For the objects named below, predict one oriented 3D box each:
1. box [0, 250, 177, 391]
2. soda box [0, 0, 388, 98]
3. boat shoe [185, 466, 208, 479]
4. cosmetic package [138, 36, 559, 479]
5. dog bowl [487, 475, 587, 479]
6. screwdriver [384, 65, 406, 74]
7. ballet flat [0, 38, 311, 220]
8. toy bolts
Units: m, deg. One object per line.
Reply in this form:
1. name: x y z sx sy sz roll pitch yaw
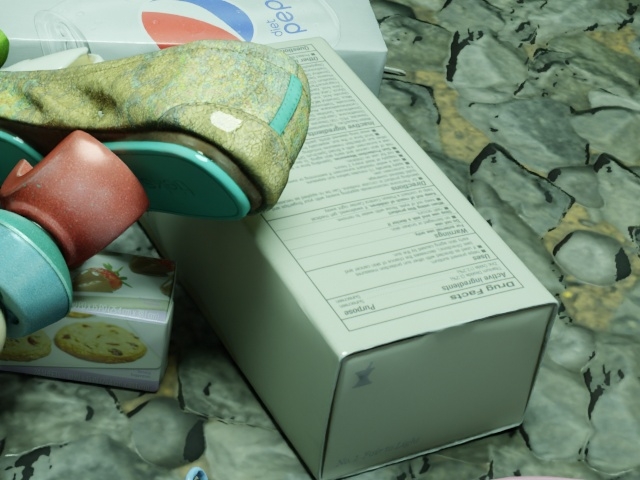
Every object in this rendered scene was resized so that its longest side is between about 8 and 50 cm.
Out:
1. box: -0.252 0.032 1.164 0.324 0.067 0.063 9 39 -4
2. soda box: -0.101 -0.130 1.380 0.286 0.098 0.091 1 39 -14
3. boat shoe: -0.029 0.184 1.017 0.258 0.109 0.089 11 27 -27
4. cosmetic package: 0.000 0.000 1.228 0.160 0.113 0.309 -12 44 -26
5. dog bowl: 0.163 0.255 0.806 0.408 0.150 0.408 21 19 -7
6. screwdriver: -0.015 -0.152 1.496 0.170 0.024 0.025 11 9 -10
7. ballet flat: -0.140 -0.074 1.187 0.348 0.123 0.123 2 25 44
8. toy bolts: -0.243 -0.024 1.085 0.228 0.218 0.158 45 57 -11
